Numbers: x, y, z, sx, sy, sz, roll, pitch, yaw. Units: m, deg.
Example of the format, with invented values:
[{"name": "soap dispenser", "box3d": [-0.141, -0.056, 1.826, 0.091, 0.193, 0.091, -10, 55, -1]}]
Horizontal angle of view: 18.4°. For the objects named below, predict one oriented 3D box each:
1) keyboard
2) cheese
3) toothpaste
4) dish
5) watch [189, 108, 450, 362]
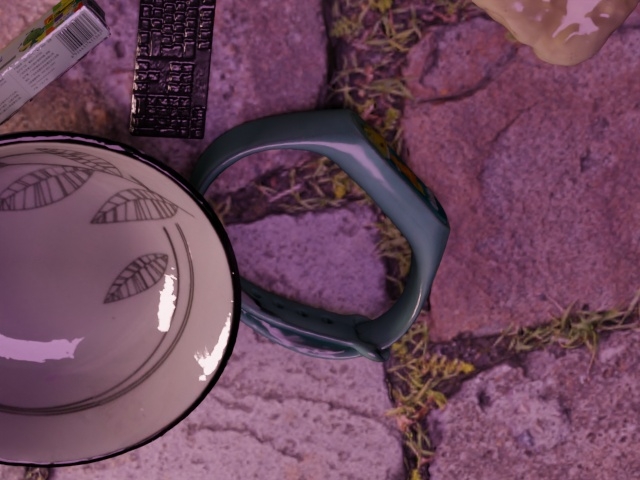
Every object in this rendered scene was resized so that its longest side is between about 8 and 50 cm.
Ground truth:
[{"name": "keyboard", "box3d": [-0.113, -0.174, 1.558, 0.061, 0.013, 0.204, 2, 117, -10]}, {"name": "cheese", "box3d": [0.217, -0.271, 1.519, 0.159, 0.093, 0.263, 36, 105, -27]}, {"name": "toothpaste", "box3d": [-0.234, -0.130, 1.543, 0.164, 0.046, 0.034, -38, 119, 11]}, {"name": "dish", "box3d": [-0.222, 0.030, 1.593, 0.316, 0.106, 0.316, -2, 119, -4]}, {"name": "watch", "box3d": [0.000, 0.000, 1.637, 0.195, 0.068, 0.237, -40, 115, 13]}]
